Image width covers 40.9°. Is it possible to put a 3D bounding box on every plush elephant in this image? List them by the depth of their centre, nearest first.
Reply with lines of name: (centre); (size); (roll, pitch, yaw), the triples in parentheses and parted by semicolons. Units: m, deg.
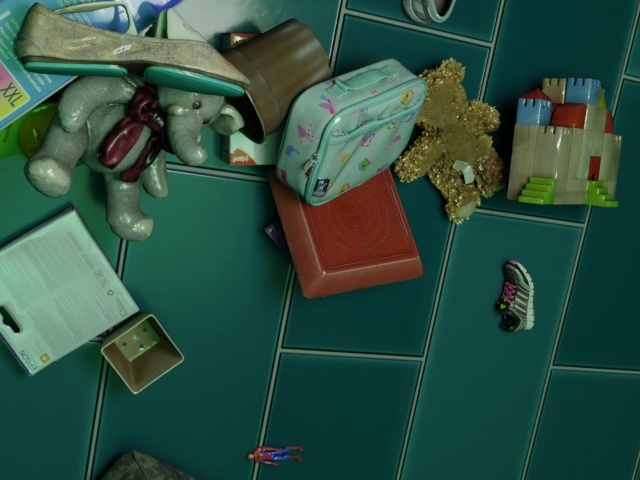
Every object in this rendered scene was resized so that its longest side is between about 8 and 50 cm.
plush elephant: (-0.257, -0.185, 1.339); (0.272, 0.255, 0.330); (48, 39, -54)

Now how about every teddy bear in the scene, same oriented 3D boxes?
teddy bear: (0.257, -0.191, 1.693); (0.338, 0.113, 0.245); (37, 95, -33)

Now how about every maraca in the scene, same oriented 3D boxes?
maraca: (-0.447, -0.173, 1.402); (0.185, 0.099, 0.127); (3, 124, -35)

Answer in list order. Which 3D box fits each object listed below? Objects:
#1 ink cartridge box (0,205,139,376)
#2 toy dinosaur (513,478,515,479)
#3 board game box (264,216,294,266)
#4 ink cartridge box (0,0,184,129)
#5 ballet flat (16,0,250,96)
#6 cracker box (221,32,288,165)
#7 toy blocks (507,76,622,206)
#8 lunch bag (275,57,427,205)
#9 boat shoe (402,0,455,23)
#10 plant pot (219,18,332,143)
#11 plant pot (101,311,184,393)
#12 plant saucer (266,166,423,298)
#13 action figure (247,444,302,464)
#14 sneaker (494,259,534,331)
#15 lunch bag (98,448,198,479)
ink cartridge box: (-0.469, 0.089, 1.496); (0.224, 0.045, 0.223); (-31, 112, -11)
toy dinosaur: (0.451, 0.600, 2.004); (0.090, 0.047, 0.082); (4, 114, 11)
board game box: (0.000, 0.000, 1.622); (0.141, 0.048, 0.170); (-41, 88, -9)
ink cartridge box: (-0.379, -0.356, 1.296); (0.395, 0.270, 0.151); (-36, 119, -10)
ballet flat: (-0.245, -0.267, 1.166); (0.316, 0.107, 0.106); (4, 88, -21)
cracker box: (-0.095, -0.254, 1.546); (0.156, 0.067, 0.232); (-4, 105, -20)
toy blocks: (0.494, -0.205, 1.698); (0.381, 0.191, 0.261); (-3, 100, -49)
lunch bag: (0.055, -0.192, 1.485); (0.279, 0.108, 0.224); (-30, 155, -39)
boat shoe: (0.235, -0.560, 1.578); (0.118, 0.103, 0.320); (11, 99, -24)
plant pot: (-0.080, -0.274, 1.429); (0.165, 0.167, 0.167); (-36, 113, -16)
plant pot: (-0.328, 0.190, 1.550); (0.109, 0.096, 0.109); (-36, 113, -11)
plant saucer: (0.056, -0.040, 1.580); (0.259, 0.048, 0.258); (-9, 73, -28)
action figure: (-0.093, 0.436, 1.743); (0.115, 0.030, 0.038); (2, 107, -20)
sneaker: (0.412, 0.127, 1.843); (0.075, 0.063, 0.170); (-21, 115, -22)
lunch bag: (-0.318, 0.572, 1.600); (0.305, 0.212, 0.256); (-53, 132, -1)
